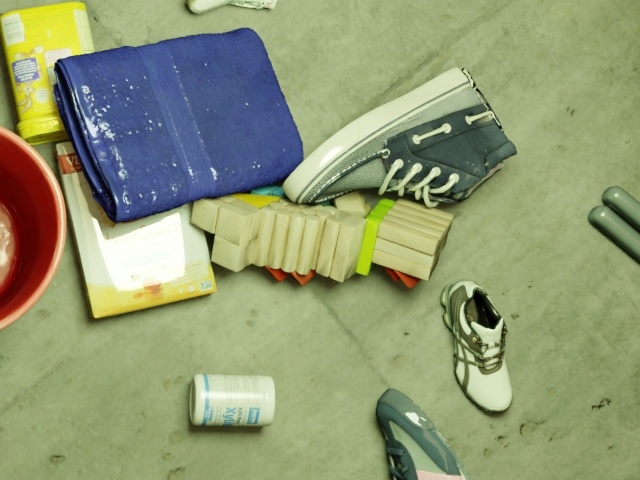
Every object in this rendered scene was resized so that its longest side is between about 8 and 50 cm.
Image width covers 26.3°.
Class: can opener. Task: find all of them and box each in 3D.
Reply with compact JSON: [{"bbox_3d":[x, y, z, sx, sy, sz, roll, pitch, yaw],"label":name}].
[{"bbox_3d":[0.522,0.024,2.012,0.280,0.093,0.074,38,78,-3],"label":"can opener"}]

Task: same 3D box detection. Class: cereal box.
[{"bbox_3d":[-0.249,-0.028,1.839,0.173,0.047,0.240,-13,88,-16],"label":"cereal box"}]

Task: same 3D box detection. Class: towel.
[{"bbox_3d":[-0.185,-0.155,1.808,0.308,0.076,0.228,-16,82,-33],"label":"towel"}]

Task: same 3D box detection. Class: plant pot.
[{"bbox_3d":[-0.456,-0.001,1.684,0.274,0.243,0.275,2,83,-14],"label":"plant pot"}]

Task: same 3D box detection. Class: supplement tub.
[{"bbox_3d":[-0.119,0.214,1.837,0.107,0.071,0.071,2,84,-13],"label":"supplement tub"}]

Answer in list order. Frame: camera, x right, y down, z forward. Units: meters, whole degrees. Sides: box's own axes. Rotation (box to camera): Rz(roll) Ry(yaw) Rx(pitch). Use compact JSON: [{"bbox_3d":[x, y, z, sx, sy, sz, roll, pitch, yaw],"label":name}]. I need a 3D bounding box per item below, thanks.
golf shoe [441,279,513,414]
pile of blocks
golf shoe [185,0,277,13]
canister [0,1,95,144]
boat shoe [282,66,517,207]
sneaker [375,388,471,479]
[{"bbox_3d":[0.226,0.151,1.919,0.077,0.094,0.198,-22,91,-16],"label":"golf shoe"},{"bbox_3d":[0.000,0.000,1.878,0.362,0.149,0.113,8,116,-8],"label":"pile of blocks"},{"bbox_3d":[-0.097,-0.354,1.901,0.186,0.067,0.086,-30,94,-15],"label":"golf shoe"},{"bbox_3d":[-0.354,-0.223,1.821,0.126,0.073,0.170,-11,86,-15],"label":"canister"},{"bbox_3d":[0.120,-0.103,1.868,0.340,0.127,0.158,-32,80,-26],"label":"boat shoe"},{"bbox_3d":[0.141,0.361,1.866,0.131,0.112,0.319,-31,91,-18],"label":"sneaker"}]
